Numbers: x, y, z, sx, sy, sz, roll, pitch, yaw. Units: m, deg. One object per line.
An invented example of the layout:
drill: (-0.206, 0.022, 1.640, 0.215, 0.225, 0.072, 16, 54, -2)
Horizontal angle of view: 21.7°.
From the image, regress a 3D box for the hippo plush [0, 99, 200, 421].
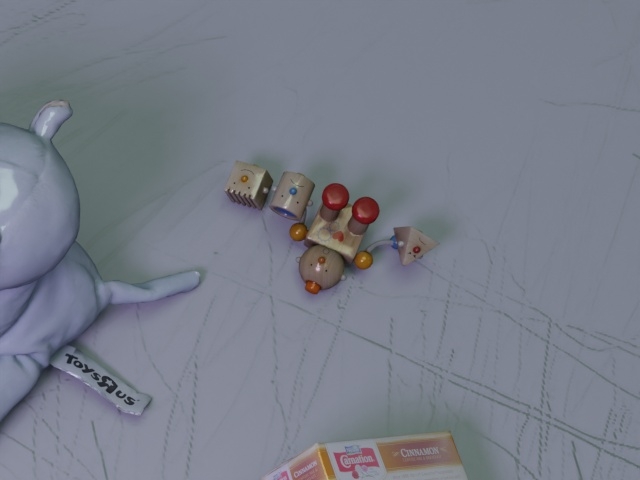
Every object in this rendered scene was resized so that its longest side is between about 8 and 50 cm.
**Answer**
hippo plush: (-0.251, 0.029, 1.154, 0.294, 0.236, 0.234, 20, 64, 0)

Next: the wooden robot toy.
wooden robot toy: (0.000, 0.000, 1.303, 0.173, 0.076, 0.079, 23, 76, 2)

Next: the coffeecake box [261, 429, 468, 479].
coffeecake box: (0.056, 0.234, 1.171, 0.142, 0.068, 0.185, 1, 61, -44)
